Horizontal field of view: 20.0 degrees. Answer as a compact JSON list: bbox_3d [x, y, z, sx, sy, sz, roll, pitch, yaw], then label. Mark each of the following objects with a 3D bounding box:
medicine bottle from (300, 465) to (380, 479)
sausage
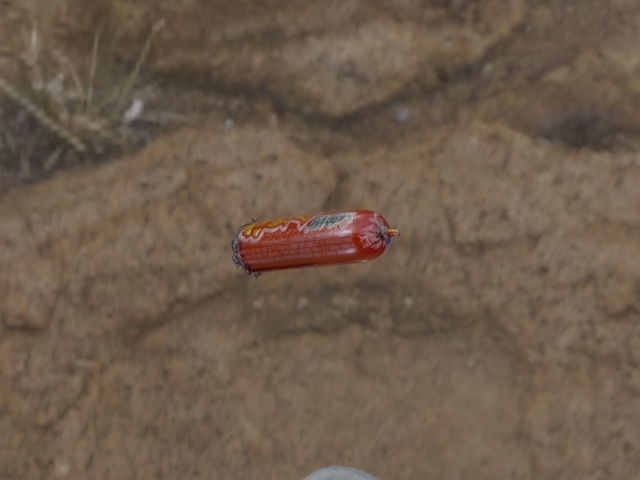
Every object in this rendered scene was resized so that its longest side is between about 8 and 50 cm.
[{"bbox_3d":[-0.047,0.250,1.103,0.144,0.252,0.144,31,40,-30],"label":"medicine bottle"},{"bbox_3d":[0.000,0.000,1.361,0.050,0.145,0.048,21,71,-46],"label":"sausage"}]
